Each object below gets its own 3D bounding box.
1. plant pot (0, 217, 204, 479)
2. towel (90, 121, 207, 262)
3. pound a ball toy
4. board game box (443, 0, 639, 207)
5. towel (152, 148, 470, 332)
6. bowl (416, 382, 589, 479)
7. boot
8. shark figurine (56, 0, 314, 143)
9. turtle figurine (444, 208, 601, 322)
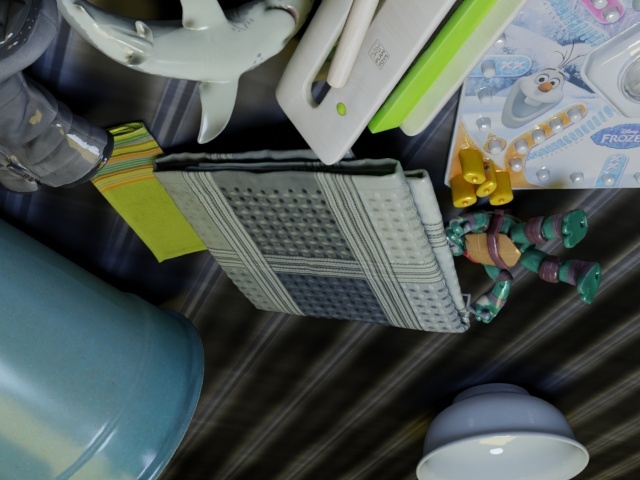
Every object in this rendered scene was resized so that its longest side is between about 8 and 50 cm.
[{"bbox_3d":[-0.382,0.146,1.014,0.341,0.341,0.334,-24,130,27],"label":"plant pot"},{"bbox_3d":[-0.206,-0.051,0.980,0.102,0.021,0.237,-11,143,14],"label":"towel"},{"bbox_3d":[0.049,-0.202,0.646,0.208,0.136,0.319,-23,161,-36],"label":"pound a ball toy"},{"bbox_3d":[0.343,-0.167,0.817,0.389,0.050,0.390,-1,144,-1],"label":"board game box"},{"bbox_3d":[0.000,0.000,0.958,0.312,0.056,0.324,4,147,26],"label":"towel"},{"bbox_3d":[0.312,0.345,1.443,0.297,0.134,0.298,-1,143,-1],"label":"bowl"},{"bbox_3d":[-0.276,-0.136,0.754,0.338,0.118,0.222,1,156,45],"label":"boot"},{"bbox_3d":[-0.159,-0.197,0.726,0.278,0.116,0.166,13,108,-31],"label":"shark figurine"},{"bbox_3d":[0.214,0.014,0.991,0.234,0.118,0.175,0,142,43],"label":"turtle figurine"}]
